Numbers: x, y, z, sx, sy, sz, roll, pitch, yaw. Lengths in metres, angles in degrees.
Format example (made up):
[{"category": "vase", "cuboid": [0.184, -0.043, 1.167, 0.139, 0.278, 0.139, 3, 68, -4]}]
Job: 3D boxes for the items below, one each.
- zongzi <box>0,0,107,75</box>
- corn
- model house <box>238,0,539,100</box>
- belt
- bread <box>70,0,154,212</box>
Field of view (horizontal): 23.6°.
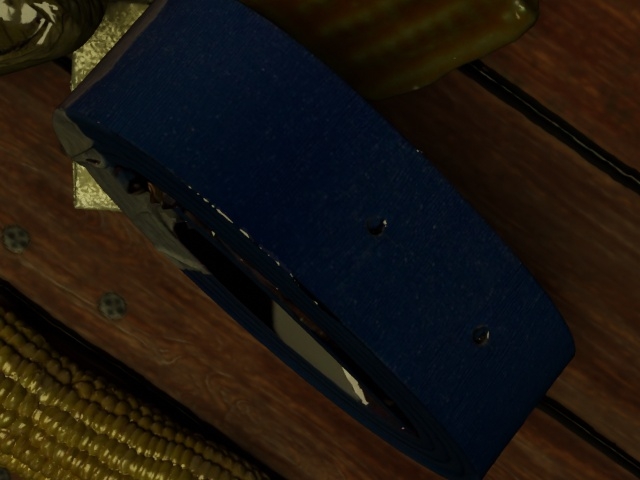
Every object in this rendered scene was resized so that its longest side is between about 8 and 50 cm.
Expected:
[{"category": "zongzi", "cuboid": [-0.291, -0.232, 0.951, 0.273, 0.145, 0.300, -12, 100, 21]}, {"category": "corn", "cuboid": [-0.151, 0.142, 1.074, 0.291, 0.101, 0.101, 29, 107, -5]}, {"category": "model house", "cuboid": [0.056, -0.218, 0.900, 0.268, 0.173, 0.239, -25, 100, 16]}, {"category": "belt", "cuboid": [0.000, 0.000, 0.936, 0.347, 0.212, 0.117, 43, 77, -17]}, {"category": "bread", "cuboid": [-0.134, -0.091, 1.037, 0.068, 0.028, 0.154, 3, 107, 7]}]
